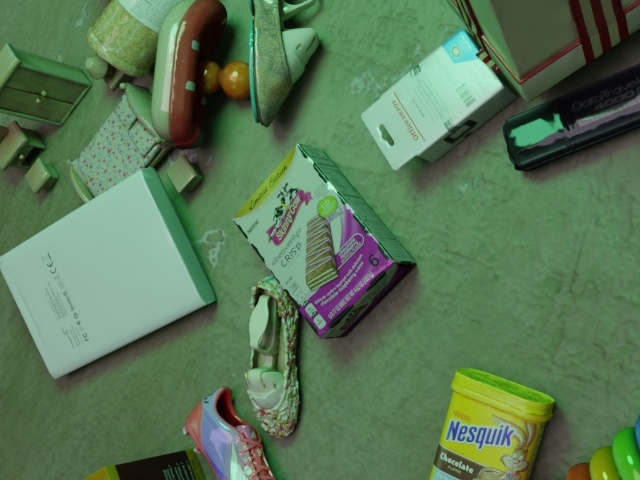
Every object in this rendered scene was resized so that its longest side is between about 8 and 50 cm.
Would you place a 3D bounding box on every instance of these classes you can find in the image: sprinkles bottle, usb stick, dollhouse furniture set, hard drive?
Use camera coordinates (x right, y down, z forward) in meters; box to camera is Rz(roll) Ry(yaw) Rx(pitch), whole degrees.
[{"bbox_3d":[-0.227,-0.427,1.382,0.355,0.121,0.121,-49,64,19],"label":"sprinkles bottle"},{"bbox_3d":[0.352,-0.162,1.053,0.278,0.045,0.077,-22,68,28],"label":"usb stick"},{"bbox_3d":[-0.417,-0.137,1.443,0.303,0.174,0.355,-46,65,20],"label":"dollhouse furniture set"},{"bbox_3d":[-0.358,0.061,1.434,0.353,0.047,0.233,-27,88,28],"label":"hard drive"}]

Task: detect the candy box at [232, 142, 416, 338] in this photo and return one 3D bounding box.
[{"bbox_3d":[0.000,0.000,1.237,0.159,0.071,0.233,-48,64,20],"label":"candy box"}]

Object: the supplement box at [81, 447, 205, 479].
[{"bbox_3d":[-0.258,0.429,1.286,0.129,0.194,0.191,-34,70,25],"label":"supplement box"}]

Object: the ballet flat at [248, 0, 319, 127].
[{"bbox_3d":[-0.057,-0.325,1.287,0.106,0.107,0.316,-5,84,5],"label":"ballet flat"}]

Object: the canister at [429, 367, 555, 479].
[{"bbox_3d":[0.207,0.260,1.089,0.126,0.073,0.170,17,97,32],"label":"canister"}]

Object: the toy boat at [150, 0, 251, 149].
[{"bbox_3d":[-0.169,-0.253,1.341,0.151,0.151,0.231,6,89,1],"label":"toy boat"}]

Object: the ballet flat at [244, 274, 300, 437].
[{"bbox_3d":[-0.078,0.167,1.268,0.091,0.077,0.241,-4,85,30],"label":"ballet flat"}]

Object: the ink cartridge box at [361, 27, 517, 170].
[{"bbox_3d":[0.155,-0.179,1.164,0.180,0.060,0.104,-38,68,23],"label":"ink cartridge box"}]

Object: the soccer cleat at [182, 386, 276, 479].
[{"bbox_3d":[-0.108,0.327,1.274,0.095,0.083,0.248,-49,61,14],"label":"soccer cleat"}]

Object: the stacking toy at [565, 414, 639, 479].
[{"bbox_3d":[0.356,0.261,0.970,0.330,0.141,0.141,-39,67,27],"label":"stacking toy"}]

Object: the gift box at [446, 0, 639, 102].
[{"bbox_3d":[0.252,-0.354,0.993,0.255,0.258,0.276,-29,56,11],"label":"gift box"}]
